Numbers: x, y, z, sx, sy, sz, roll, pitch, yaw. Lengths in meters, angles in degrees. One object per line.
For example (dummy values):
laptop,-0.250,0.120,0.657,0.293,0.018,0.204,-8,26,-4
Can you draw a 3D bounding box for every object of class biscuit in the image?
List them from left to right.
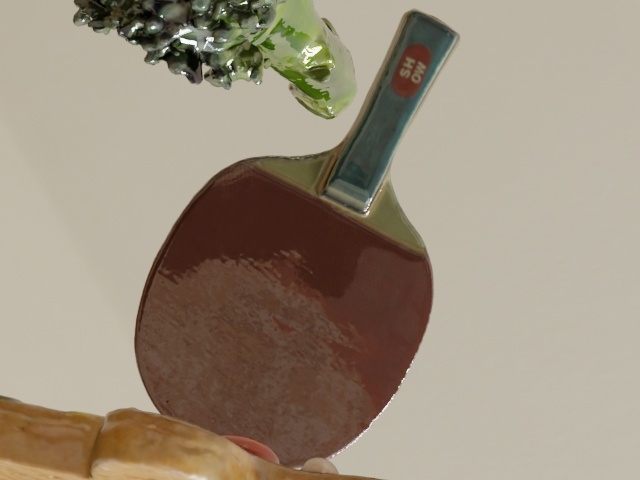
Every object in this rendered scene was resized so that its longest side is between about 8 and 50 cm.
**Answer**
biscuit,-0.052,0.086,0.611,0.250,0.165,0.036,7,-112,17

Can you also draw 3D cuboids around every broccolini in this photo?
broccolini,-0.010,-0.057,0.469,0.058,0.216,0.067,31,-92,15

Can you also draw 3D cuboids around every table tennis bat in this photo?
table tennis bat,0.000,0.000,0.958,0.154,0.021,0.274,27,-81,-2
